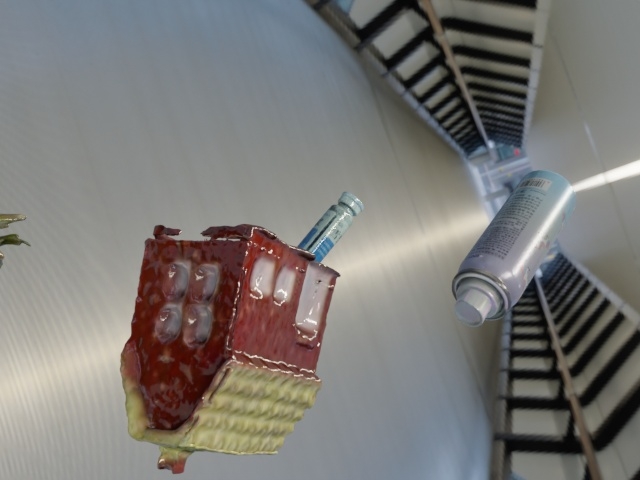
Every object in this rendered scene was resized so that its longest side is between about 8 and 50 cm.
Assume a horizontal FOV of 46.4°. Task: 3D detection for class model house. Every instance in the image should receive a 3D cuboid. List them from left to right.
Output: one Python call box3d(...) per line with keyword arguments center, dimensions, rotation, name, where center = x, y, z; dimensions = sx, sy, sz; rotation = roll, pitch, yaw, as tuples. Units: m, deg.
box3d(center=(-0.103, 0.127, 0.819), dimensions=(0.196, 0.160, 0.254), rotation=(33, 66, -56), name="model house")

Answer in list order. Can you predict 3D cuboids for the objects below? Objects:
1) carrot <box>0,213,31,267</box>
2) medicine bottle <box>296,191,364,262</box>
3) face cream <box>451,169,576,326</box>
box3d(center=(-0.440, 0.018, 0.643), dimensions=(0.331, 0.193, 0.214), rotation=(8, 21, -46), name="carrot")
box3d(center=(0.000, 0.000, 1.285), dimensions=(0.051, 0.191, 0.051), rotation=(38, -15, 12), name="medicine bottle")
box3d(center=(0.216, 0.010, 0.846), dimensions=(0.229, 0.075, 0.075), rotation=(-46, 121, -36), name="face cream")
